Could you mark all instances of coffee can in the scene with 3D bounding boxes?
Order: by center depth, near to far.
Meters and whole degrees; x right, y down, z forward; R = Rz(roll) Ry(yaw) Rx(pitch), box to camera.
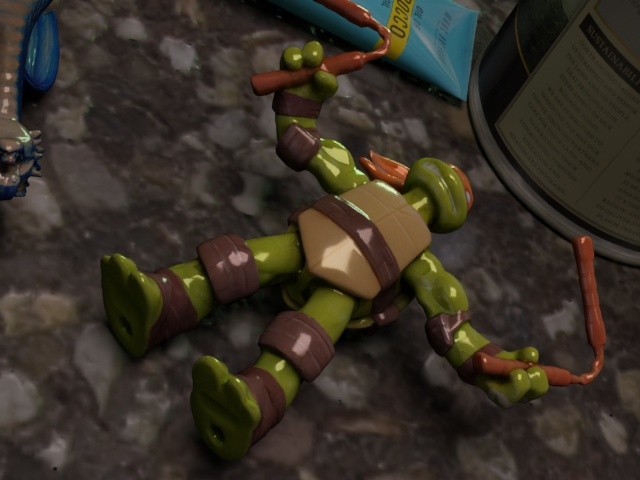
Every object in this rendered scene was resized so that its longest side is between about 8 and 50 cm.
[{"bbox_3d":[0.234,-0.141,0.789,0.201,0.275,0.202,14,49,-17],"label":"coffee can"}]

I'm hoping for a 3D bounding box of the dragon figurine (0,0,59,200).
[{"bbox_3d":[-0.168,-0.132,0.708,0.085,0.144,0.289,13,31,-16],"label":"dragon figurine"}]

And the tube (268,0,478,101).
[{"bbox_3d":[0.005,-0.157,0.848,0.207,0.052,0.080,24,57,-16],"label":"tube"}]

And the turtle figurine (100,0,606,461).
[{"bbox_3d":[0.000,0.000,0.689,0.217,0.087,0.269,-30,80,-32],"label":"turtle figurine"}]
